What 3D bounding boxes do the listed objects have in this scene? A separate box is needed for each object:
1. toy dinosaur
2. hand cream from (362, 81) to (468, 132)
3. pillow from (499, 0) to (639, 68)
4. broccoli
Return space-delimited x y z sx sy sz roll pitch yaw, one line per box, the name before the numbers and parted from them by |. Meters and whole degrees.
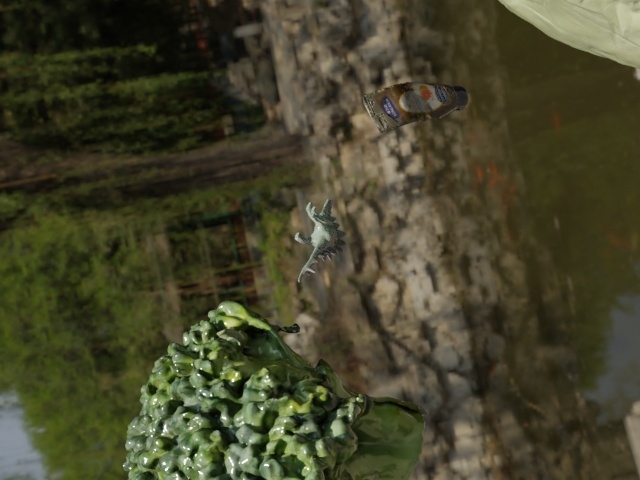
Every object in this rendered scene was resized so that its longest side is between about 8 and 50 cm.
toy dinosaur | 0.001 -0.001 1.628 0.039 0.082 0.209 -44 16 39
hand cream | 0.133 -0.185 1.336 0.039 0.163 0.062 -40 69 52
pillow | 0.185 -0.255 0.880 0.274 0.076 0.281 33 -171 -32
broccoli | -0.036 0.183 0.790 0.288 0.245 0.248 -120 46 -65
